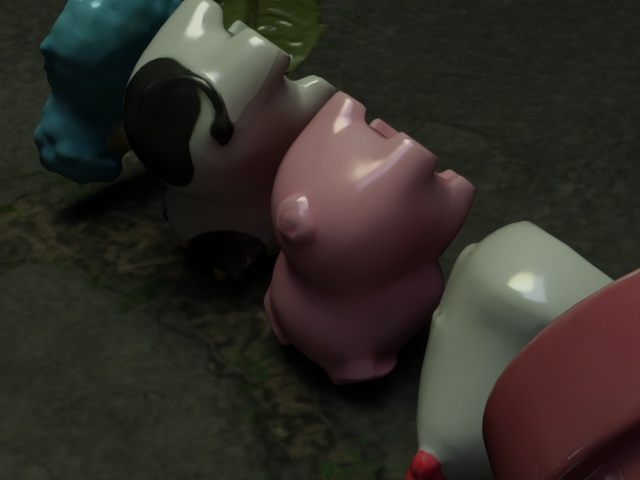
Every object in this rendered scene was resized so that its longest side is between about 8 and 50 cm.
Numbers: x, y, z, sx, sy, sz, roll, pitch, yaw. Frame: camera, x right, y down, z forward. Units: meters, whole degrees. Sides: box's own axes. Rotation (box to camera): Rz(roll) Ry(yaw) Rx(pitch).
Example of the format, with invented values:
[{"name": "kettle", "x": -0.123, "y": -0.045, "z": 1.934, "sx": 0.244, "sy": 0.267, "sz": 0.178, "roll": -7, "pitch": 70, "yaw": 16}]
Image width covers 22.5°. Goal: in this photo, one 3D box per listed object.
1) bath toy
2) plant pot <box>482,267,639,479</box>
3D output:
[{"name": "bath toy", "x": 0.000, "y": 0.000, "z": 0.751, "sx": 0.348, "sy": 0.151, "sz": 0.129, "roll": 37, "pitch": 93, "yaw": 35}, {"name": "plant pot", "x": 0.175, "y": 0.117, "z": 0.560, "sx": 0.201, "sy": 0.201, "sz": 0.180, "roll": -10, "pitch": 56, "yaw": -7}]
